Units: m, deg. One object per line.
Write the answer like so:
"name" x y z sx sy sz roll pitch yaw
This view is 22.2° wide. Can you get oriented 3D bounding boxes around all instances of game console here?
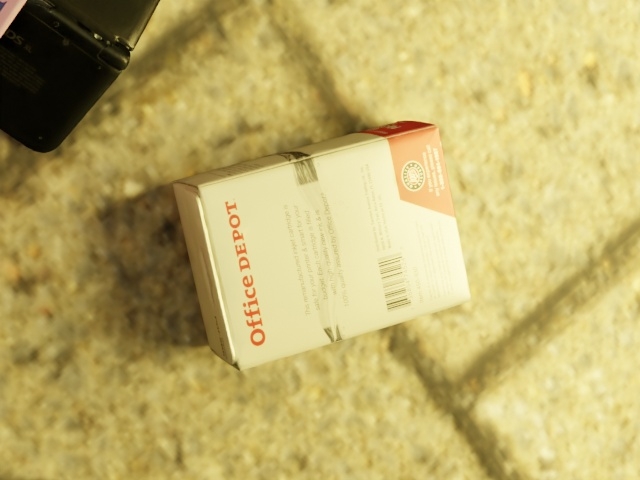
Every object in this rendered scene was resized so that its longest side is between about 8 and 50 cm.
"game console" -0.151 -0.124 0.812 0.122 0.071 0.107 35 115 -19

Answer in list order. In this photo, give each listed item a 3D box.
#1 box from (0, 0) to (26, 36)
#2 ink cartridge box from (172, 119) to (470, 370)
"box" -0.273 -0.111 0.688 0.243 0.117 0.213 34 100 -21
"ink cartridge box" 0.000 0.000 0.857 0.135 0.056 0.099 -15 102 -18
